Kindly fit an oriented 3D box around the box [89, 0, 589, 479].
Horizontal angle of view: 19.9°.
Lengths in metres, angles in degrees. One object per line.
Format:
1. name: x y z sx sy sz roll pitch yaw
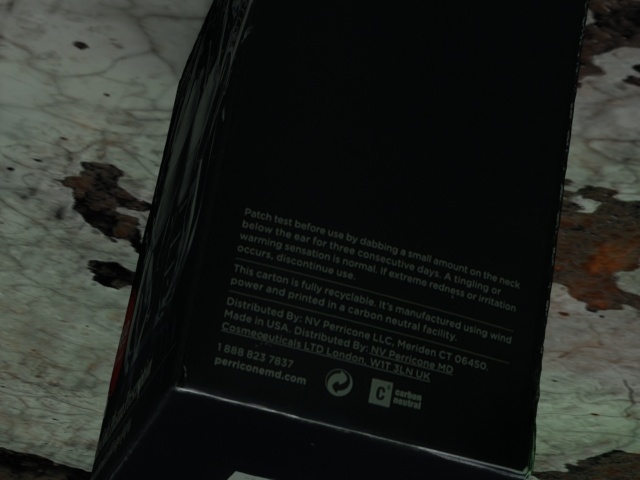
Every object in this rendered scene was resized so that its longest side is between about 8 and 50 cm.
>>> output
1. box: 0.000 0.000 1.029 0.178 0.313 0.343 15 158 -10
